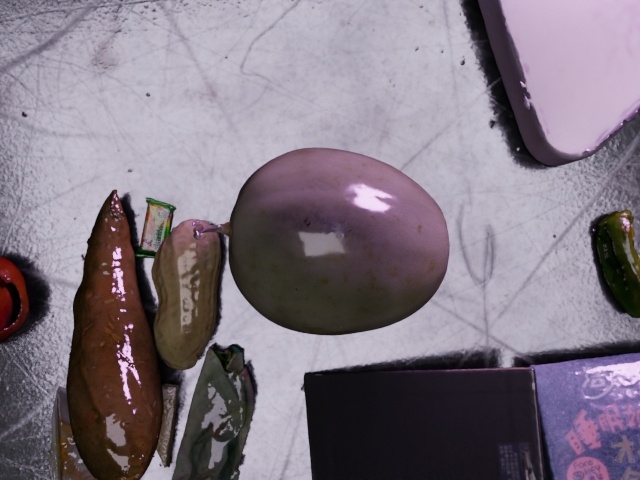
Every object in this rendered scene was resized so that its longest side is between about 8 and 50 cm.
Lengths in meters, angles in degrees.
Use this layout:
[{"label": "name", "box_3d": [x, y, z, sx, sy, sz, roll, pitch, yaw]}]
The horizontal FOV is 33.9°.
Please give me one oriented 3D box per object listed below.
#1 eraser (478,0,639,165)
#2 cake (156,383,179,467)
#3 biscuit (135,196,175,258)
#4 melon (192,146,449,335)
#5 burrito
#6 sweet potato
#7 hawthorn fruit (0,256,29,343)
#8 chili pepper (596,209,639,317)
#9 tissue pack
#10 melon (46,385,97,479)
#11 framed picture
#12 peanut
[{"label": "eraser", "box_3d": [0.397, -0.293, 1.454, 0.332, 0.150, 0.331, 0, 90, 3]}, {"label": "cake", "box_3d": [-0.221, 0.265, 1.500, 0.065, 0.052, 0.121, -17, 90, -2]}, {"label": "biscuit", "box_3d": [-0.237, -0.015, 1.516, 0.046, 0.016, 0.089, 11, 90, 0]}, {"label": "melon", "box_3d": [0.016, 0.003, 1.402, 0.308, 0.272, 0.271, 24, 90, 9]}, {"label": "burrito", "box_3d": [-0.155, 0.301, 1.495, 0.096, 0.066, 0.309, 13, 88, 2]}, {"label": "sweet potato", "box_3d": [-0.284, 0.143, 1.443, 0.131, 0.130, 0.422, -6, 68, 0]}, {"label": "hawthorn fruit", "box_3d": [-0.484, 0.082, 1.441, 0.148, 0.172, 0.148, -2, 80, 11]}, {"label": "chili pepper", "box_3d": [0.449, 0.058, 1.491, 0.073, 0.072, 0.204, -24, 90, -2]}, {"label": "tissue pack", "box_3d": [0.413, 0.308, 1.412, 0.228, 0.103, 0.315, -5, 58, 0]}, {"label": "melon", "box_3d": [-0.321, 0.308, 1.484, 0.140, 0.093, 0.202, -2, 96, -8]}, {"label": "framed picture", "box_3d": [0.141, 0.305, 1.457, 0.339, 0.014, 0.255, -5, 91, 23]}, {"label": "peanut", "box_3d": [-0.192, 0.076, 1.481, 0.099, 0.090, 0.214, 3, 90, 3]}]
